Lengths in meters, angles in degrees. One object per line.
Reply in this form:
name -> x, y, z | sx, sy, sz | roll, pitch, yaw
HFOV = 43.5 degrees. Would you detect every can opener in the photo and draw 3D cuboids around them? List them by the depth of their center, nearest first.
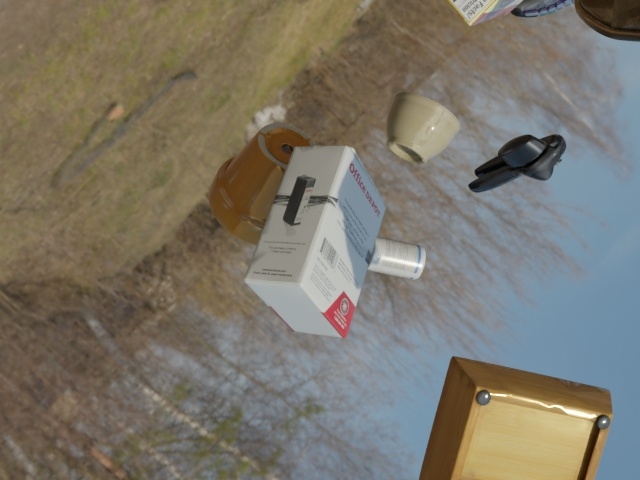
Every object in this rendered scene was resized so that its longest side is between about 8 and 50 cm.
can opener -> 0.257, -0.104, 1.072 | 0.059, 0.073, 0.186 | -52, -171, -18

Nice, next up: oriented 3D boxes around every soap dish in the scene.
soap dish -> 0.334, 0.337, 1.345 | 0.118, 0.291, 0.228 | -128, -128, -79

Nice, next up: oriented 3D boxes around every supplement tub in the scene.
supplement tub -> 0.146, 0.034, 1.577 | 0.071, 0.107, 0.071 | -167, -90, -77

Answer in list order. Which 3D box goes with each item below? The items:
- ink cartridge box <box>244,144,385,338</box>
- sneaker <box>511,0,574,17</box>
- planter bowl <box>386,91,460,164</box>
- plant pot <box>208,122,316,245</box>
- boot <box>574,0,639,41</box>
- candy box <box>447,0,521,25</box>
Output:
ink cartridge box -> 0.000, 0.000, 1.372 | 0.114, 0.197, 0.272 | 4, -120, 29
sneaker -> 0.492, -0.532, 1.650 | 0.224, 0.098, 0.083 | -17, -147, -2
planter bowl -> 0.209, -0.235, 1.760 | 0.109, 0.162, 0.162 | -61, -172, -10
plant pot -> -0.096, -0.123, 1.596 | 0.205, 0.205, 0.188 | -52, 178, -46
boot -> 0.392, -0.289, 0.919 | 0.112, 0.115, 0.305 | -29, -148, -2
candy box -> 0.169, -0.459, 1.149 | 0.087, 0.316, 0.183 | -43, 175, 35
